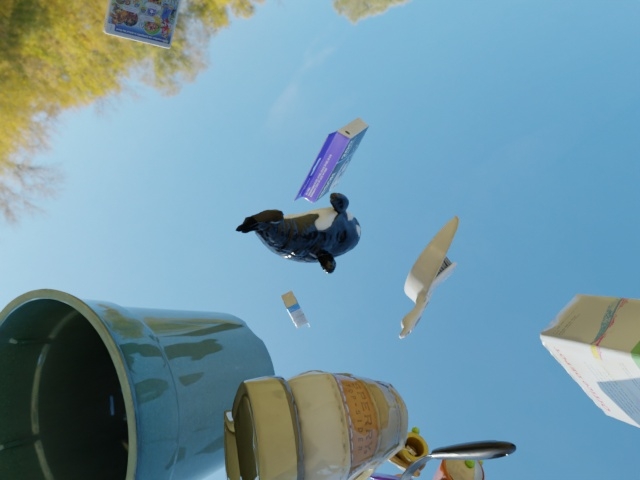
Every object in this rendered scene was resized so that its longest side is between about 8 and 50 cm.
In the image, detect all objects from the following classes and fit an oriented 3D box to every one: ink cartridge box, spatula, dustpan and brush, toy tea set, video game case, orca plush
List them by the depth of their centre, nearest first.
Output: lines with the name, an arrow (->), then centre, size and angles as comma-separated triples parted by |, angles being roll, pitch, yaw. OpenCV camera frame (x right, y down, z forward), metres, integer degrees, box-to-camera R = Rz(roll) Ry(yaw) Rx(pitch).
ink cartridge box -> 0.391, 0.151, 0.645 | 0.093, 0.154, 0.212 | -43, -174, -12
video game case -> -0.213, -0.307, 0.672 | 0.011, 0.087, 0.122 | 41, -61, 39
spatula -> 0.141, 0.299, 0.729 | 0.296, 0.084, 0.030 | -42, -141, 45
dustpan and brush -> 0.162, 0.071, 0.836 | 0.060, 0.147, 0.211 | 34, -130, 24
orca plush -> 0.000, 0.000, 0.889 | 0.151, 0.287, 0.102 | -41, -112, 10
toy tea set -> 0.218, 0.527, 1.101 | 0.200, 0.124, 0.336 | 26, -140, 6
ink cartridge box -> -0.054, 0.156, 1.189 | 0.028, 0.083, 0.048 | -27, -144, -4
ink cartridge box -> 0.030, -0.196, 1.380 | 0.206, 0.045, 0.208 | -60, 170, 33

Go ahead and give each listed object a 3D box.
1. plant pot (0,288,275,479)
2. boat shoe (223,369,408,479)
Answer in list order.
plant pot -> -0.260, 0.239, 0.810 | 0.341, 0.334, 0.341 | -2, -94, 30
boat shoe -> -0.021, 0.177, 0.440 | 0.103, 0.302, 0.113 | -4, -113, -17
